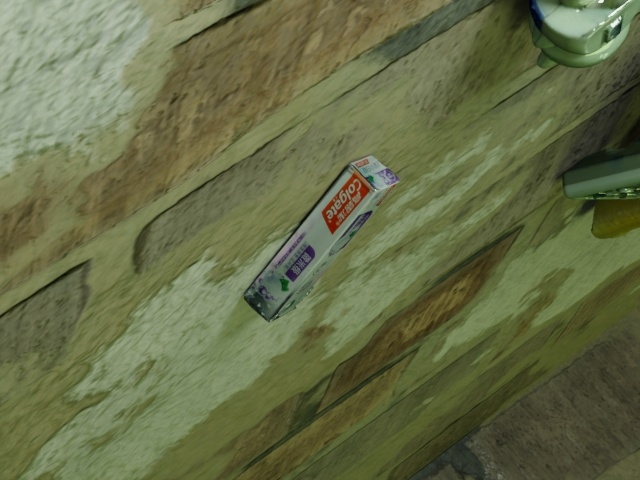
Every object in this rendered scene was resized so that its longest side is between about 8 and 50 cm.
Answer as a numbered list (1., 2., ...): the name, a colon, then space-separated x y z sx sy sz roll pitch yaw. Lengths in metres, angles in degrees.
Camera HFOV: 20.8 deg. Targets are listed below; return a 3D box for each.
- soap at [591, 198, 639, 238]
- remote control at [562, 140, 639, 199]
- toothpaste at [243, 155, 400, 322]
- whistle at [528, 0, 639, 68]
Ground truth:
1. soap: 0.538 -0.134 2.367 0.306 0.115 0.427 -37 -176 -26
2. remote control: 0.424 -0.096 2.094 0.128 0.065 0.335 -3 175 -26
3. toothpaste: 0.000 0.000 1.654 0.196 0.040 0.047 -51 166 33
4. whistle: 0.225 -0.210 1.508 0.110 0.092 0.244 -39 166 -1
